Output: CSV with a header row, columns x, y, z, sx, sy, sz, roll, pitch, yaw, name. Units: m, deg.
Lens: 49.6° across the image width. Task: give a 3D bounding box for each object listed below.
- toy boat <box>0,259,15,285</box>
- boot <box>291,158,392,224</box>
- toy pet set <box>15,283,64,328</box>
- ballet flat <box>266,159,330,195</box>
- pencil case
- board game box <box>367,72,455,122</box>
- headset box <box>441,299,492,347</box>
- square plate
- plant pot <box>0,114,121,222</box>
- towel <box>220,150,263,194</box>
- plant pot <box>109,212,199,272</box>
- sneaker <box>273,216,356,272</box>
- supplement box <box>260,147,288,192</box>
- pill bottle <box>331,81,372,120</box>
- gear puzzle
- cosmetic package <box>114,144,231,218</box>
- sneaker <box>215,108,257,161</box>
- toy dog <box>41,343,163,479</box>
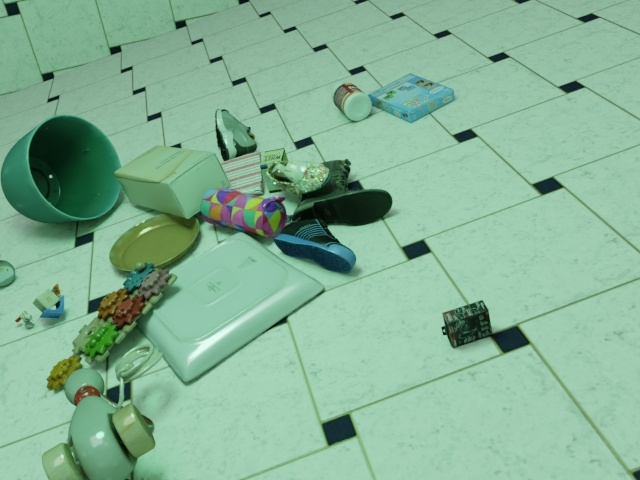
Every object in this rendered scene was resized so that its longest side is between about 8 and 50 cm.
x,y,z,sx,sy,sz,roll,pitch,yaw,name
-0.956,0.096,1.785,0.318,0.148,0.267,-21,28,10,toy boat
0.048,-0.130,1.664,0.263,0.091,0.229,-9,36,17,boot
-0.636,0.158,1.623,0.114,0.065,0.122,-35,11,47,toy pet set
-0.066,-0.157,1.661,0.241,0.077,0.091,3,63,61,ballet flat
-0.184,-0.071,1.676,0.236,0.104,0.104,11,44,38,pencil case
0.262,-0.418,2.016,0.160,0.039,0.211,-29,35,-16,board game box
0.252,0.147,1.205,0.083,0.062,0.032,-18,34,1,headset box
-0.223,0.112,1.485,0.344,0.049,0.347,-34,37,-21,square plate
-0.750,-0.177,1.944,0.235,0.293,0.293,-14,31,36,plant pot
-0.227,-0.170,1.888,0.144,0.029,0.197,-15,36,4,towel
-0.410,0.010,1.731,0.237,0.032,0.236,-12,35,8,plant pot
0.000,0.000,1.507,0.232,0.081,0.090,17,58,42,sneaker
-0.115,-0.184,1.820,0.056,0.083,0.083,-9,35,13,supplement box
0.087,-0.418,2.054,0.086,0.086,0.152,-24,35,-8,pill bottle
-0.461,0.173,1.468,0.176,0.044,0.339,12,56,51,gear puzzle
-0.399,-0.163,1.851,0.310,0.113,0.160,12,44,47,cosmetic package
-0.258,-0.317,2.078,0.108,0.100,0.271,-10,36,-13,sneaker
-0.363,0.337,1.185,0.220,0.160,0.333,-19,19,3,toy dog
